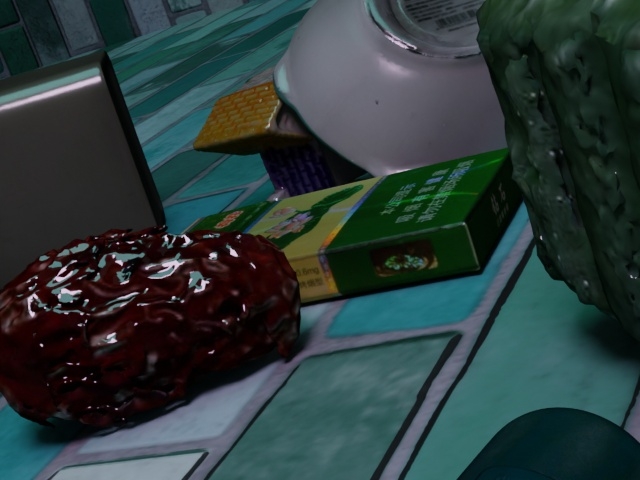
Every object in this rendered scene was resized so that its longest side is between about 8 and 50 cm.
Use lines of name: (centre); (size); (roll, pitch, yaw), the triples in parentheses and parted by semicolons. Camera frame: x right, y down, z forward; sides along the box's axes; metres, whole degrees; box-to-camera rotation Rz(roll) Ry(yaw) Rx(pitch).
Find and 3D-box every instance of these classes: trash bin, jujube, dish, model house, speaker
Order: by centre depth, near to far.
speaker: (0.078, 0.095, 0.348); (0.094, 0.060, 0.075); (29, 39, 21)
jujube: (-0.095, 0.037, 0.650); (0.166, 0.104, 0.104); (-18, 15, -10)
dish: (0.091, -0.137, 0.845); (0.246, 0.078, 0.224); (-3, 54, -7)
model house: (-0.030, -0.070, 0.913); (0.088, 0.100, 0.100); (-9, 23, 41)
trash bin: (-0.259, -0.037, 0.972); (0.241, 0.164, 0.122); (-17, 17, -2)

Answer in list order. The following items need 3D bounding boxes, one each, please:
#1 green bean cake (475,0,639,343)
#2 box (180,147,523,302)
green bean cake: (0.243, -0.069, 0.424); (0.308, 0.169, 0.300); (-24, 20, -11)
box: (0.000, 0.000, 0.761); (0.235, 0.034, 0.132); (-12, 18, 26)
